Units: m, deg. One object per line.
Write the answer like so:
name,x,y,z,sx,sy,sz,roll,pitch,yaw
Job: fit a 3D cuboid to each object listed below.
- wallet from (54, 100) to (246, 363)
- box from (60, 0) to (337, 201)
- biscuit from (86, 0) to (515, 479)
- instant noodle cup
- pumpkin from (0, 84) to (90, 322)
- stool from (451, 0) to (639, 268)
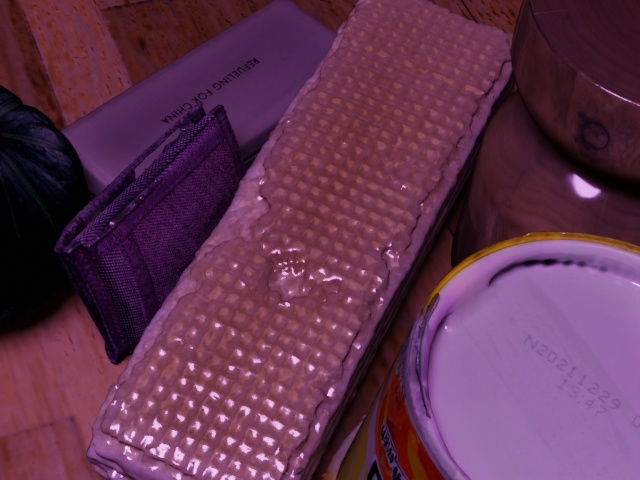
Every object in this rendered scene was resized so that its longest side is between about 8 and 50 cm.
wallet,-0.106,-0.006,0.852,0.030,0.111,0.166,14,49,35
box,-0.083,-0.099,0.959,0.103,0.055,0.243,40,59,22
biscuit,0.000,0.000,0.850,0.144,0.078,0.426,23,60,11
instant noodle cup,0.137,0.134,0.717,0.264,0.200,0.264,4,52,-6
pumpkin,-0.246,-0.030,0.817,0.194,0.150,0.194,12,27,-6
stool,0.197,-0.056,0.829,0.179,0.264,0.179,3,53,-4
